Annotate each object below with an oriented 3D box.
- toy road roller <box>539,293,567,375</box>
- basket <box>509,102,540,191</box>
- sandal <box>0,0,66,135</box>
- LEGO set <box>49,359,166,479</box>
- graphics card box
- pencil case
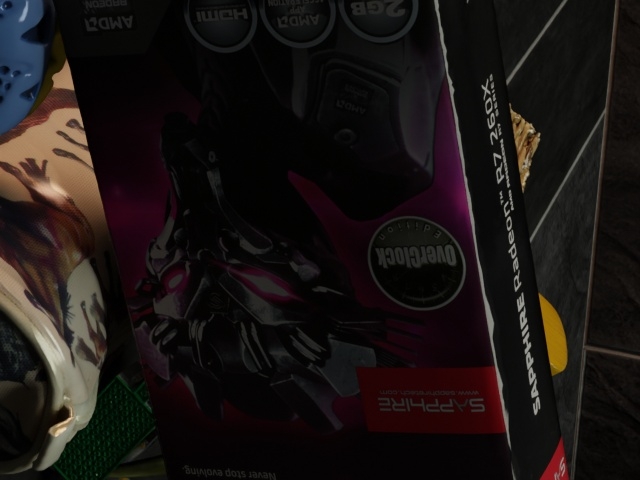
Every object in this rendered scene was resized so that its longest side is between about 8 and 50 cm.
[{"bbox_3d":[0.068,0.018,1.806,0.329,0.202,0.241,42,36,-33],"label":"toy road roller"},{"bbox_3d":[0.063,-0.031,2.062,0.213,0.223,0.299,34,63,-35],"label":"basket"},{"bbox_3d":[-0.217,-0.199,1.034,0.138,0.126,0.317,-44,133,-57],"label":"sandal"},{"bbox_3d":[-0.036,0.130,1.482,0.331,0.255,0.192,-55,172,22],"label":"LEGO set"},{"bbox_3d":[0.000,0.000,1.094,0.094,0.232,0.371,-43,128,-56],"label":"graphics card box"},{"bbox_3d":[-0.144,-0.013,1.243,0.410,0.183,0.160,-54,164,-53],"label":"pencil case"}]
